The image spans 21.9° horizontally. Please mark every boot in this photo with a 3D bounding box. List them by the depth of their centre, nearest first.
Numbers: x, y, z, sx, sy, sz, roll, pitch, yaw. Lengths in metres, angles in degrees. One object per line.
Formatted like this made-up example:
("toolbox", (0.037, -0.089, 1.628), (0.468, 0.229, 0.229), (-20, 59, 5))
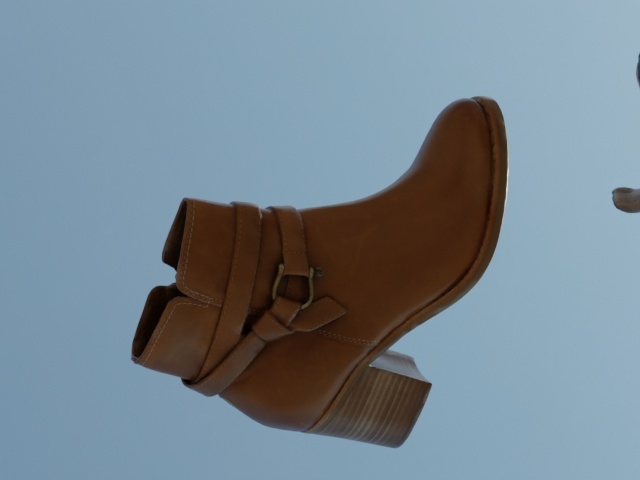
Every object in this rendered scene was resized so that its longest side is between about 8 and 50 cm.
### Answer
("boot", (0.000, 0.000, 1.204), (0.220, 0.109, 0.283), (20, -80, -18))

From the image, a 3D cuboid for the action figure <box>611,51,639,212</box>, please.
("action figure", (0.336, -0.196, 1.112), (0.341, 0.330, 0.178), (-12, -150, -27))
